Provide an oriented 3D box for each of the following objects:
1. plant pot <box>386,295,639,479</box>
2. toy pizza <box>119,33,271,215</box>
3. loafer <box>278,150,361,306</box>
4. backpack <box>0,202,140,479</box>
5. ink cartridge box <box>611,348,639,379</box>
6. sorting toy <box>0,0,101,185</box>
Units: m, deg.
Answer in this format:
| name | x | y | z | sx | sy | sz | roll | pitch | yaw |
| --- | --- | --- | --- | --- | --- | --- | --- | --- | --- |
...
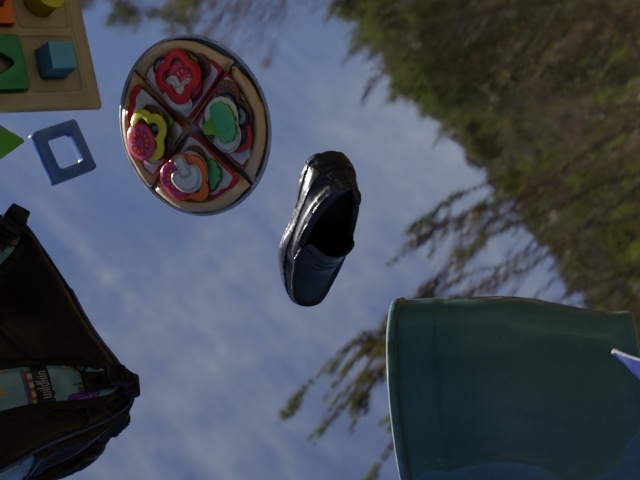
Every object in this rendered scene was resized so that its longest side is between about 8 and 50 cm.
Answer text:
| name | x | y | z | sx | sy | sz | roll | pitch | yaw |
| --- | --- | --- | --- | --- | --- | --- | --- | --- | --- |
| plant pot | 0.222 | 0.181 | 1.428 | 0.255 | 0.271 | 0.271 | -7 | -155 | 12 |
| toy pizza | -0.144 | -0.124 | 1.462 | 0.201 | 0.201 | 0.032 | 40 | -152 | 16 |
| loafer | 0.000 | 0.000 | 1.540 | 0.076 | 0.223 | 0.078 | -9 | -135 | -22 |
| backpack | -0.215 | 0.084 | 0.757 | 0.173 | 0.117 | 0.158 | -25 | -107 | -40 |
| ink cartridge box | 0.314 | 0.163 | 0.867 | 0.223 | 0.045 | 0.224 | 41 | 166 | -22 |
| sorting toy | -0.327 | -0.232 | 1.459 | 0.196 | 0.047 | 0.347 | -6 | -100 | -45 |
